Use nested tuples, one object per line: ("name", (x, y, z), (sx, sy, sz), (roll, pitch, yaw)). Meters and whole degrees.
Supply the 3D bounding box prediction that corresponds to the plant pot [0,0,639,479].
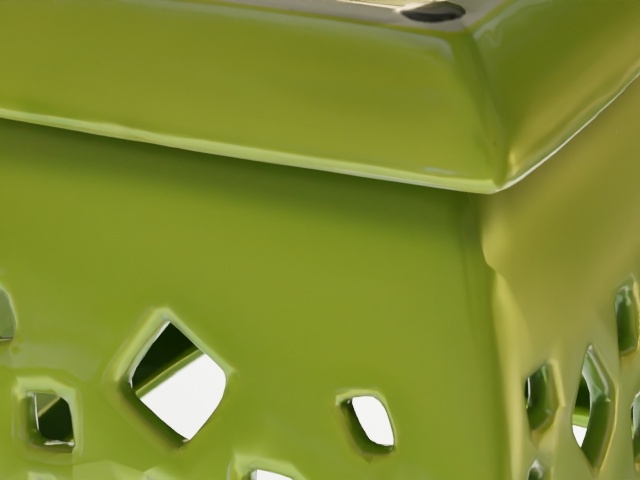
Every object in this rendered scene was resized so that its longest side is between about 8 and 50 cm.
("plant pot", (0.000, 0.000, 0.615), (0.228, 0.207, 0.227), (10, -155, 24))
